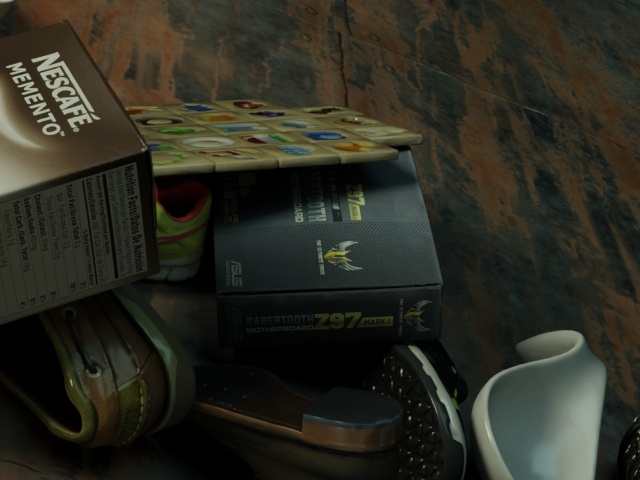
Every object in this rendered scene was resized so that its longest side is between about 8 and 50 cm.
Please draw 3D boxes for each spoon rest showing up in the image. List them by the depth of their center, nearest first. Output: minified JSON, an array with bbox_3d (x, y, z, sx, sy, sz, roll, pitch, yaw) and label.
[{"bbox_3d":[0.190,0.145,1.414,0.137,0.084,0.276,51,24,-9],"label":"spoon rest"}]

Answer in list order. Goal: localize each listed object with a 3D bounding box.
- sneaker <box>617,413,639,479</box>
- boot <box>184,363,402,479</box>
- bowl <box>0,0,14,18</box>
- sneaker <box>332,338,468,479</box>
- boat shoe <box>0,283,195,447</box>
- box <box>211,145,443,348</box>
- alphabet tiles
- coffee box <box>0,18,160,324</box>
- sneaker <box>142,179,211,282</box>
[{"bbox_3d":[0.299,0.207,1.426,0.130,0.109,0.286,30,18,27],"label":"sneaker"},{"bbox_3d":[-0.041,0.157,1.228,0.219,0.106,0.082,9,20,31],"label":"boot"},{"bbox_3d":[-0.388,-0.252,1.641,0.142,0.053,0.142,-1,39,-43],"label":"bowl"},{"bbox_3d":[0.090,0.121,1.382,0.097,0.084,0.234,14,30,-28],"label":"sneaker"},{"bbox_3d":[-0.224,0.032,1.224,0.307,0.110,0.104,38,33,29],"label":"boat shoe"},{"bbox_3d":[0.000,0.000,1.427,0.183,0.059,0.232,-2,34,-3],"label":"box"},{"bbox_3d":[-0.097,-0.095,1.501,0.343,0.011,0.285,-5,15,-26],"label":"alphabet tiles"},{"bbox_3d":[-0.276,-0.024,1.133,0.297,0.118,0.168,-19,45,-19],"label":"coffee box"},{"bbox_3d":[-0.176,-0.021,1.379,0.208,0.094,0.081,-2,39,-44],"label":"sneaker"}]
